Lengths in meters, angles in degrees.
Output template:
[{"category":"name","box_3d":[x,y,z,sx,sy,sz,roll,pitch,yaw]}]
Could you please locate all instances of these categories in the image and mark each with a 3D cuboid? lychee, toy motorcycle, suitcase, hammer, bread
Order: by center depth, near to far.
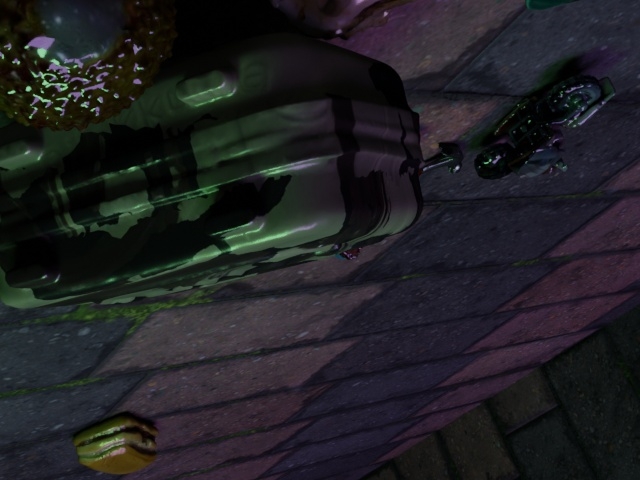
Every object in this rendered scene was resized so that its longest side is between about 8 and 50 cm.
[{"category":"lychee","box_3d":[-0.180,-0.151,0.727,0.171,0.171,0.171,-21,160,-8]},{"category":"suitcase","box_3d":[-0.089,-0.059,0.937,0.351,0.194,0.339,-14,176,25]},{"category":"toy motorcycle","box_3d":[0.296,-0.140,1.363,0.122,0.082,0.213,-6,154,-38]},{"category":"hammer","box_3d":[0.095,-0.076,1.391,0.200,0.021,0.078,-24,160,-1]},{"category":"bread","box_3d":[-0.370,0.379,1.947,0.115,0.077,0.200,-17,160,5]}]

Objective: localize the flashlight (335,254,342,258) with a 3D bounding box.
[{"category":"flashlight","box_3d":[0.000,0.000,1.442,0.129,0.051,0.051,2,148,-41]}]

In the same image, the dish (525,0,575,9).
[{"category":"dish","box_3d":[0.257,-0.306,0.915,0.224,0.078,0.246,-2,152,-45]}]

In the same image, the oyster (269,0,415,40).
[{"category":"oyster","box_3d":[0.026,-0.270,0.738,0.221,0.096,0.361,-33,158,11]}]

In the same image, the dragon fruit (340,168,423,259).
[{"category":"dragon fruit","box_3d":[0.026,-0.064,1.284,0.161,0.120,0.127,-47,118,-8]}]
